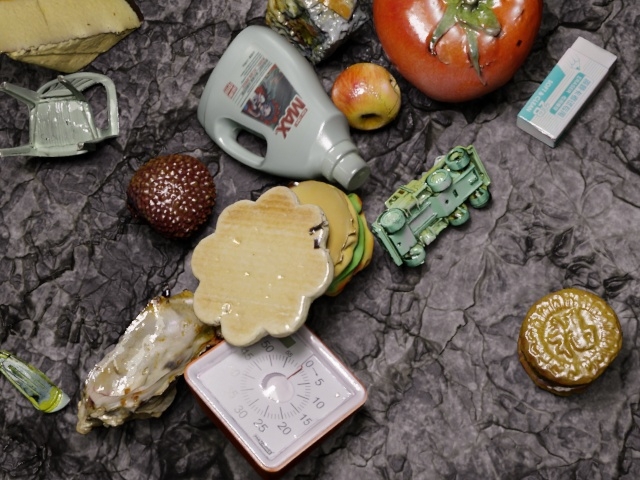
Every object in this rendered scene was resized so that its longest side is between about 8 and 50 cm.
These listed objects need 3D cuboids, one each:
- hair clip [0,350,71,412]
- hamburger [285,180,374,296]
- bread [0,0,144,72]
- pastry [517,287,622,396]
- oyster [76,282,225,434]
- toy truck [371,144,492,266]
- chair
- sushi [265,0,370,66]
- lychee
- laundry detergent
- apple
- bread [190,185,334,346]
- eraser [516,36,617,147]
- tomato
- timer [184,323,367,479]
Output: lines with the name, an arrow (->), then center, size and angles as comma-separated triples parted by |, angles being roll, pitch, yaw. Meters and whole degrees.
hair clip -> -0.583, 0.286, 1.925 | 0.188, 0.033, 0.060 | 35, 81, 16
hamburger -> 0.000, 0.000, 1.871 | 0.237, 0.149, 0.237 | -11, 67, 27
bread -> -0.589, -0.551, 2.072 | 0.242, 0.405, 0.346 | -36, 81, 6
pastry -> 0.455, 0.185, 1.763 | 0.188, 0.103, 0.189 | -3, 71, 9
oyster -> -0.315, 0.252, 1.848 | 0.221, 0.096, 0.361 | 22, 69, 48
toy truck -> 0.206, -0.073, 1.894 | 0.259, 0.128, 0.135 | -45, 36, -16
chair -> -0.551, -0.275, 2.039 | 0.203, 0.274, 0.191 | -4, 94, 6
sushi -> -0.004, -0.479, 1.990 | 0.184, 0.274, 0.139 | 46, 72, -8
lychee -> -0.297, -0.092, 1.943 | 0.188, 0.188, 0.188 | -3, 70, 8
laundry detergent -> -0.064, -0.230, 1.942 | 0.398, 0.124, 0.264 | 44, 107, 25
apple -> 0.092, -0.299, 1.971 | 0.146, 0.146, 0.147 | -3, 70, 8
bread -> -0.108, 0.051, 1.791 | 0.316, 0.054, 0.316 | -10, 67, 24
eraser -> 0.502, -0.302, 1.955 | 0.095, 0.052, 0.225 | 35, 80, 21
tomato -> 0.276, -0.437, 1.929 | 0.341, 0.273, 0.342 | 1, 81, -5
timer -> -0.079, 0.281, 1.788 | 0.250, 0.161, 0.257 | -39, 69, -16
